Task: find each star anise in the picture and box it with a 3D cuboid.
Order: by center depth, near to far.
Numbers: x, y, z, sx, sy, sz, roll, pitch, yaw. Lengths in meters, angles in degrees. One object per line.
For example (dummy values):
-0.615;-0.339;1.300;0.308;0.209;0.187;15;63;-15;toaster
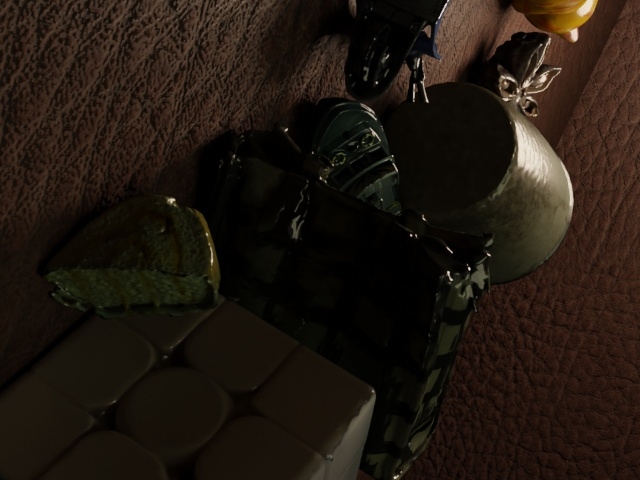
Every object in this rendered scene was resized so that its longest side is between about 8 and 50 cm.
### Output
0.347;-0.295;1.719;0.236;0.109;0.223;-40;149;-9;star anise

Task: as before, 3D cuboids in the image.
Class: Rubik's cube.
-0.147;0.254;0.930;0.291;0.292;0.290;-47;155;-38;Rubik's cube

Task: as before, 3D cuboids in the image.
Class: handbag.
0.008;0.076;1.025;0.162;0.325;0.327;-41;153;-50;handbag

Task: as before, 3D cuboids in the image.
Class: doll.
0.418;-0.464;1.588;0.269;0.162;0.166;34;70;-81;doll

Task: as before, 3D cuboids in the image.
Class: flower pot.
0.244;-0.095;1.463;0.293;0.294;0.330;-61;156;-1;flower pot

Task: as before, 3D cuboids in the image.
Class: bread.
-0.170;0.006;0.842;0.103;0.156;0.110;93;-1;-64;bread

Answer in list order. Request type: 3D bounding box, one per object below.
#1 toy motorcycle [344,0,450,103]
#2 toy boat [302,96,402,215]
0.136;-0.326;1.107;0.358;0.125;0.212;-63;163;5;toy motorcycle
0.044;-0.092;1.201;0.114;0.122;0.296;-34;153;-7;toy boat
